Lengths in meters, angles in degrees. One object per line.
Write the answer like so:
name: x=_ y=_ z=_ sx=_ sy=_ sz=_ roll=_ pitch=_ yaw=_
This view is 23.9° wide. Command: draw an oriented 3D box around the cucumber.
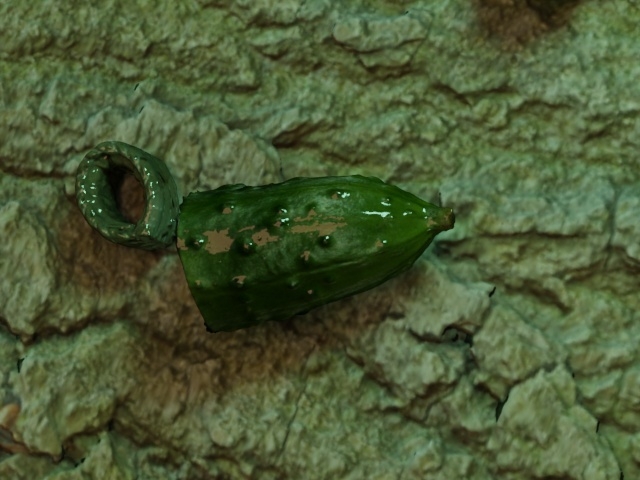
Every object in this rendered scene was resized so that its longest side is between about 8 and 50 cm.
cucumber: x=0.001 y=-0.002 z=1.324 sx=0.244 sy=0.134 sz=0.134 roll=-9 pitch=80 yaw=17

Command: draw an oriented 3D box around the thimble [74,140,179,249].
thimble: x=-0.179 y=-0.039 z=1.428 sx=0.084 sy=0.062 sz=0.110 roll=-42 pitch=71 yaw=11
